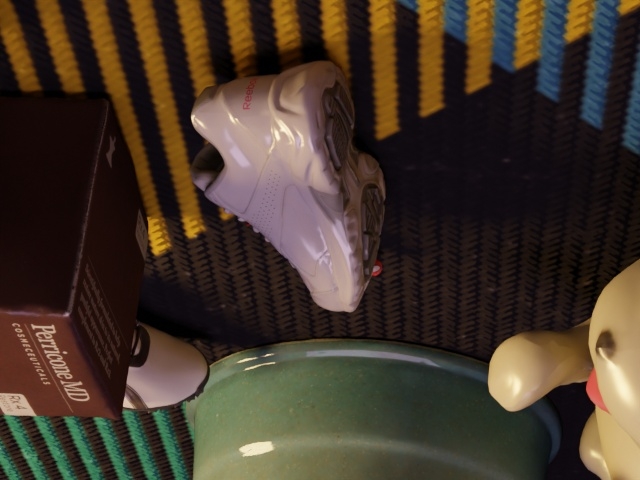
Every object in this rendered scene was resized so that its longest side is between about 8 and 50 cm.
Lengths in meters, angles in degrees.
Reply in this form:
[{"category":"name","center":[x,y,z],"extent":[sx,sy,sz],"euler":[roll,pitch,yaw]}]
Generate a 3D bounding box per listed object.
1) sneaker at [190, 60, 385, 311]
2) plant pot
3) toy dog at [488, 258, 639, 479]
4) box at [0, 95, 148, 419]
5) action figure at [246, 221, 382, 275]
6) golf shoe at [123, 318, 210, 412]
[{"category":"sneaker","center":[-0.024,-0.036,1.166],"extent":[0.115,0.090,0.232],"euler":[4,142,17]},{"category":"plant pot","center":[0.031,0.305,1.493],"extent":[0.341,0.334,0.341],"euler":[5,150,3]},{"category":"toy dog","center":[0.314,0.136,1.201],"extent":[0.395,0.284,0.408],"euler":[-5,147,18]},{"category":"box","center":[-0.238,0.012,1.191],"extent":[0.203,0.167,0.168],"euler":[2,150,7]},{"category":"action figure","center":[0.000,0.000,1.270],"extent":[0.115,0.030,0.038],"euler":[23,141,-32]},{"category":"golf shoe","center":[-0.174,0.081,1.395],"extent":[0.198,0.077,0.094],"euler":[16,149,-19]}]
